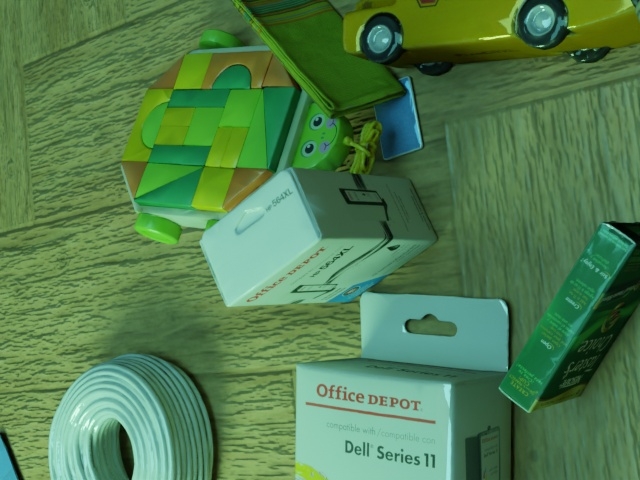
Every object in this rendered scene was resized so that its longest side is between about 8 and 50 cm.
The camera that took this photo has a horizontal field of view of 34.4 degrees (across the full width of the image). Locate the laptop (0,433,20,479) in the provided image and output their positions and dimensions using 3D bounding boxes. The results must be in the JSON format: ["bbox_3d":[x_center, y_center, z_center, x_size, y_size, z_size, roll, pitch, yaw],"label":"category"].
[{"bbox_3d":[-0.591,0.576,1.558,0.236,0.408,0.382,42,121,-5],"label":"laptop"}]

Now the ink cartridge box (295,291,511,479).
[{"bbox_3d":[0.082,0.233,1.066,0.207,0.119,0.353,0,89,41],"label":"ink cartridge box"}]

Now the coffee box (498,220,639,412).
[{"bbox_3d":[0.245,0.069,0.940,0.040,0.113,0.184,39,112,30],"label":"coffee box"}]

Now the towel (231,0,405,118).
[{"bbox_3d":[-0.009,-0.230,1.163,0.237,0.102,0.021,53,153,29],"label":"towel"}]

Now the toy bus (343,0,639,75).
[{"bbox_3d":[0.181,-0.238,0.998,0.333,0.108,0.130,3,91,40],"label":"toy bus"}]

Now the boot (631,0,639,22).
[{"bbox_3d":[0.325,-0.356,0.738,0.377,0.138,0.284,-41,71,40],"label":"boot"}]

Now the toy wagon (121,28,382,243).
[{"bbox_3d":[-0.086,-0.122,1.190,0.345,0.068,0.267,6,73,40],"label":"toy wagon"}]

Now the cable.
[{"bbox_3d":[-0.254,0.278,1.366,0.257,0.089,0.257,21,103,38],"label":"cable"}]

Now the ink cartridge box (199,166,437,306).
[{"bbox_3d":[0.000,0.000,1.084,0.148,0.203,0.085,-37,67,34],"label":"ink cartridge box"}]

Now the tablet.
[{"bbox_3d":[0.085,-0.135,1.143,0.054,0.006,0.083,-16,80,38],"label":"tablet"}]
